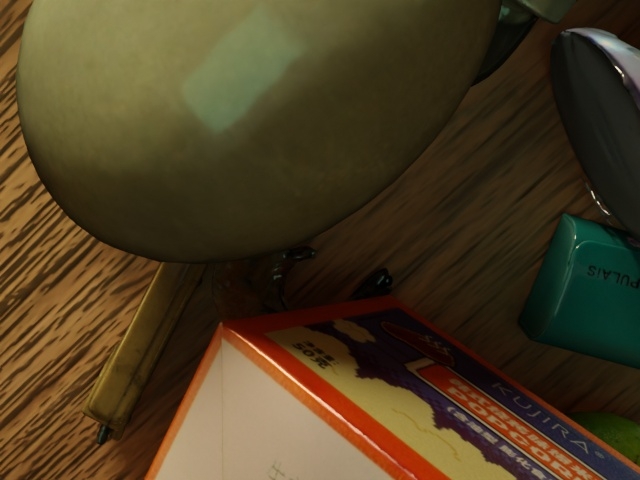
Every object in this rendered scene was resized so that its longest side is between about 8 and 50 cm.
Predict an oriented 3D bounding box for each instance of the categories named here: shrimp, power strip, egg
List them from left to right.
[{"bbox_3d":[-0.131,0.047,0.700,0.044,0.064,0.305,26,104,-9],"label":"power strip"},{"bbox_3d":[-0.033,-0.138,0.535,0.352,0.258,0.258,-40,106,-6],"label":"egg"},{"bbox_3d":[0.000,0.000,0.703,0.152,0.046,0.219,21,103,-9],"label":"shrimp"}]

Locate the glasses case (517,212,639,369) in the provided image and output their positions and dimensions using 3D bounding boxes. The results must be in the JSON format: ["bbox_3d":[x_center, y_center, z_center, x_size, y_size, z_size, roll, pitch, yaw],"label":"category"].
[{"bbox_3d":[0.341,0.074,0.741,0.301,0.070,0.117,15,105,-7],"label":"glasses case"}]

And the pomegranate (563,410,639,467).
[{"bbox_3d":[0.245,0.250,0.714,0.180,0.210,0.180,-4,112,-9],"label":"pomegranate"}]

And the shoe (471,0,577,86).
[{"bbox_3d":[0.164,-0.238,0.587,0.109,0.149,0.293,26,103,-13],"label":"shoe"}]

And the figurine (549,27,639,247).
[{"bbox_3d":[0.386,-0.155,0.583,0.388,0.248,0.277,-23,101,1],"label":"figurine"}]

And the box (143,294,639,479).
[{"bbox_3d":[0.060,0.264,0.574,0.348,0.257,0.319,34,106,26],"label":"box"}]
